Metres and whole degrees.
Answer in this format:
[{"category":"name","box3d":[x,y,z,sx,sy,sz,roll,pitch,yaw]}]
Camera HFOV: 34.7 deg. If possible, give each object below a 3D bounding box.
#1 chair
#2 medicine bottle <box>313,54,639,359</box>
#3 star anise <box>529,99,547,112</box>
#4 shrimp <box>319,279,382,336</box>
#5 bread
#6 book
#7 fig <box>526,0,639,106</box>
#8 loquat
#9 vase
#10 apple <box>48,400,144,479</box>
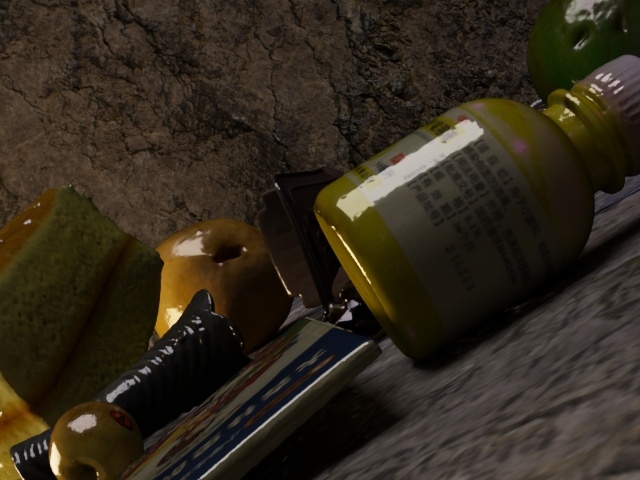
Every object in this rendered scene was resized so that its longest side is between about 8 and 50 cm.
[{"category":"chair","box3d":[0.000,0.000,1.219,0.183,0.175,0.326,-20,1,34]},{"category":"medicine bottle","box3d":[0.113,-0.031,0.619,0.212,0.122,0.122,-32,1,-4]},{"category":"star anise","box3d":[0.240,-0.097,1.186,0.229,0.093,0.236,-37,-3,0]},{"category":"shrimp","box3d":[0.117,0.002,0.879,0.222,0.054,0.290,-30,3,37]},{"category":"bread","box3d":[-0.341,0.119,1.183,0.245,0.233,0.361,-31,20,21]},{"category":"book","box3d":[-0.075,0.128,0.647,0.228,0.018,0.322,-41,2,-7]},{"category":"fig","box3d":[0.299,-0.176,1.011,0.181,0.181,0.191,-31,30,33]},{"category":"loquat","box3d":[-0.142,0.071,1.417,0.208,0.208,0.208,-32,1,1]},{"category":"vase","box3d":[-0.178,0.158,0.984,0.237,0.115,0.115,-36,2,-11]},{"category":"apple","box3d":[-0.195,0.181,0.889,0.084,0.084,0.071,-32,13,13]}]
